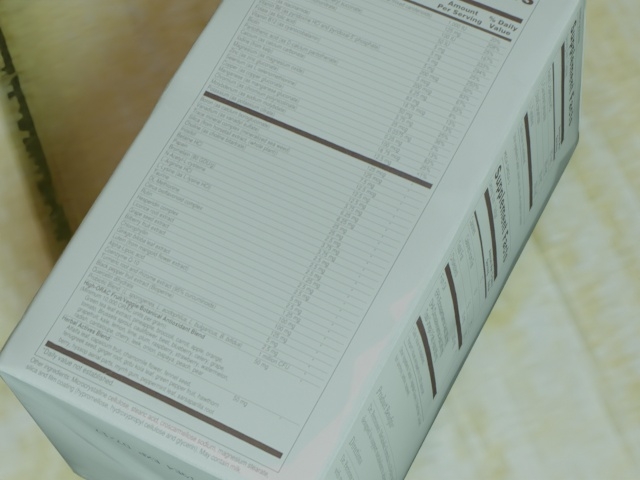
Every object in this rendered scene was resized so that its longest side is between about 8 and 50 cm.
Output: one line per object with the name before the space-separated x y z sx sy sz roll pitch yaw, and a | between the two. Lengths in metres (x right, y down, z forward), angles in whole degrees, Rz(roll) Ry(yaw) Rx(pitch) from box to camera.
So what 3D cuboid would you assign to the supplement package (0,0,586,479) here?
supplement package | 0.000 0.000 0.728 0.139 0.134 0.244 24 70 17
